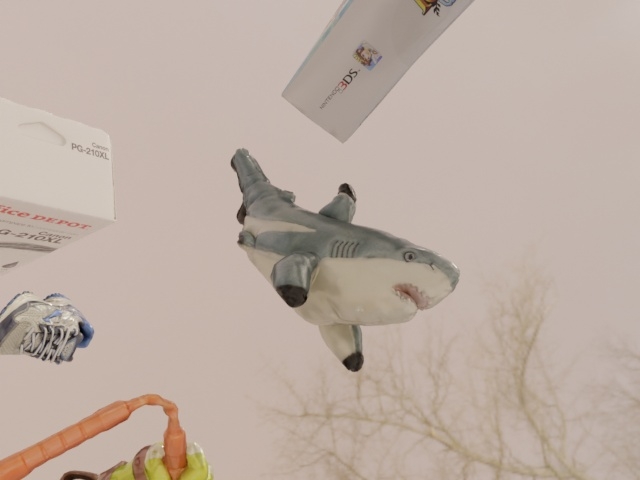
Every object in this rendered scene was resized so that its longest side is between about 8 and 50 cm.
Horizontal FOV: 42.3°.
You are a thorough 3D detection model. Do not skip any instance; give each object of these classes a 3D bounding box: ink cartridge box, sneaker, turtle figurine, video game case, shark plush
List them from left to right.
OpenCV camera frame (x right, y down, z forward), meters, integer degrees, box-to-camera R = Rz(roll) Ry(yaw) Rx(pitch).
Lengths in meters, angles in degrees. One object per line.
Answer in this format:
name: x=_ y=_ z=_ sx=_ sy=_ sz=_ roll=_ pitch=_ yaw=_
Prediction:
ink cartridge box: x=-0.344 y=-0.042 z=0.816 sx=0.172 sy=0.237 sz=0.100 roll=14 pitch=-119 yaw=-52
turtle figurine: x=-0.145 y=0.173 z=0.422 sx=0.217 sy=0.270 sz=0.087 roll=51 pitch=-172 yaw=-39
sneaker: x=-0.231 y=0.077 z=0.698 sx=0.058 sy=0.052 sz=0.135 roll=36 pitch=-171 yaw=7
shark plush: x=0.000 y=0.000 z=0.421 sx=0.067 sy=0.161 sz=0.073 roll=-42 pitch=-56 yaw=-4
video game case: x=0.099 y=-0.225 z=0.548 sx=0.061 sy=0.244 sz=0.269 roll=35 pitch=-129 yaw=-8
